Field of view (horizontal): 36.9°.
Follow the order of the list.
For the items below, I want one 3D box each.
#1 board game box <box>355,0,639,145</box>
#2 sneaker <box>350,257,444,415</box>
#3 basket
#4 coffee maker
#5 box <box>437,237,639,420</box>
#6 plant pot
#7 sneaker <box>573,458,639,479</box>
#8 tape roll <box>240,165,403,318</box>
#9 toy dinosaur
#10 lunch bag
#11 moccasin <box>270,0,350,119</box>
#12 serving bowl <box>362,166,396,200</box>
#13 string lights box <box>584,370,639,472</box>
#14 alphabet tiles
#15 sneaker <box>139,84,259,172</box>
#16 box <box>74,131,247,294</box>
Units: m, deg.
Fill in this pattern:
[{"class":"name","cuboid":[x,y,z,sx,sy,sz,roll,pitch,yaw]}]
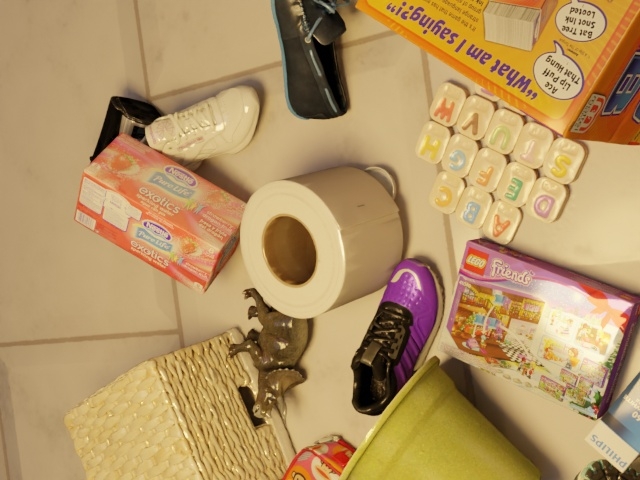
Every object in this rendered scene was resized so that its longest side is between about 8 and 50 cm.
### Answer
[{"class":"board game box","cuboid":[0.343,-0.375,1.315,0.356,0.356,0.356,39,113,26]},{"class":"sneaker","cuboid":[0.121,0.177,1.658,0.102,0.146,0.293,21,106,32]},{"class":"basket","cuboid":[-0.282,0.396,1.894,0.331,0.266,0.328,-33,77,35]},{"class":"coffee maker","cuboid":[-0.423,-0.211,2.020,0.171,0.120,0.178,35,113,28]},{"class":"box","cuboid":[0.348,0.137,1.549,0.293,0.057,0.200,23,108,31]},{"class":"plant pot","cuboid":[0.208,0.375,1.569,0.254,0.276,0.276,37,115,15]},{"class":"sneaker","cuboid":[0.508,0.430,1.451,0.283,0.122,0.110,39,76,7]},{"class":"tape roll","cuboid":[0.000,0.000,1.691,0.246,0.169,0.246,13,111,39]},{"class":"toy dinosaur","cuboid":[-0.080,0.178,1.840,0.160,0.121,0.313,19,101,20]},{"class":"lunch bag","cuboid":[0.054,0.508,1.754,0.293,0.120,0.258,37,114,27]},{"class":"moccasin","cuboid":[-0.003,-0.376,1.683,0.117,0.137,0.341,11,132,25]},{"class":"serving bowl","cuboid":[0.103,-0.091,1.718,0.083,0.027,0.083,3,96,35]},{"class":"string lights box","cuboid":[0.509,0.209,1.397,0.077,0.133,0.259,42,116,24]},{"class":"alphabet tiles","cuboid":[0.292,-0.149,1.584,0.284,0.021,0.277,32,112,28]},{"class":"sneaker","cuboid":[-0.247,-0.208,1.877,0.305,0.152,0.114,-29,72,32]},{"class":"box","cuboid":[-0.305,-0.054,1.849,0.300,0.142,0.154,29,138,3]}]
